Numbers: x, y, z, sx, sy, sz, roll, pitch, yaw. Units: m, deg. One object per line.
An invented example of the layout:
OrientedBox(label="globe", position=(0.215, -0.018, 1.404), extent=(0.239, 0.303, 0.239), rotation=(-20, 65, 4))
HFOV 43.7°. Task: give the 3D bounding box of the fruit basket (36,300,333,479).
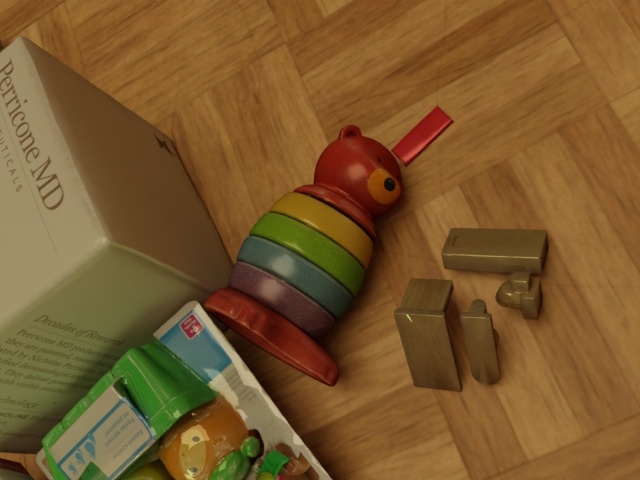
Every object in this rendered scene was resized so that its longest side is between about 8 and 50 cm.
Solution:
OrientedBox(label="fruit basket", position=(-0.158, 0.305, 0.938), extent=(0.327, 0.165, 0.353), rotation=(-44, 70, 18))

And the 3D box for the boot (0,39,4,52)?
OrientedBox(label="boot", position=(-0.513, -0.261, 1.335), extent=(0.123, 0.095, 0.258), rotation=(-18, 76, 13))

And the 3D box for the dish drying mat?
OrientedBox(label="dish drying mat", position=(0.131, -0.135, 1.033), extent=(0.083, 0.008, 0.032), rotation=(-43, 62, 6))

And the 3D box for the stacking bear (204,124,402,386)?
OrientedBox(label="stacking bear", position=(0.000, 0.000, 0.973), extent=(0.289, 0.175, 0.164), rotation=(-58, 28, -12))

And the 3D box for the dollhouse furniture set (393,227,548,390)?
OrientedBox(label="dollhouse furniture set", position=(0.186, 0.081, 0.931), extent=(0.144, 0.123, 0.151), rotation=(2, 40, 25))

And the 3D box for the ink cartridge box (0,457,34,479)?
OrientedBox(label="ink cartridge box", position=(-0.391, 0.367, 0.992), extent=(0.198, 0.067, 0.115), rotation=(24, 81, 44))

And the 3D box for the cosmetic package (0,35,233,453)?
OrientedBox(label="cosmetic package", position=(-0.373, 0.032, 1.035), extent=(0.393, 0.327, 0.329), rotation=(-35, 63, 10))
